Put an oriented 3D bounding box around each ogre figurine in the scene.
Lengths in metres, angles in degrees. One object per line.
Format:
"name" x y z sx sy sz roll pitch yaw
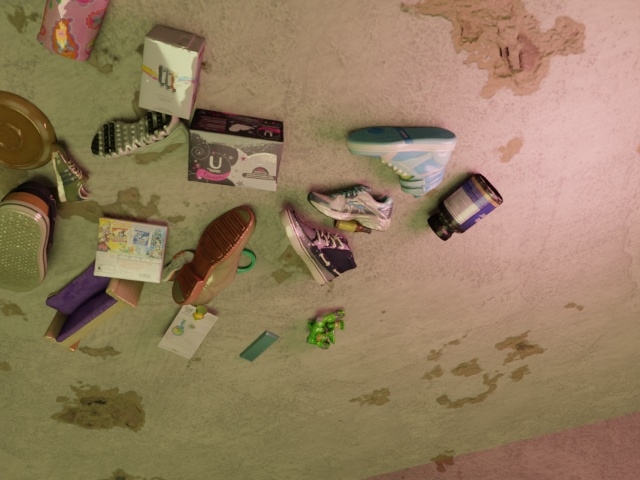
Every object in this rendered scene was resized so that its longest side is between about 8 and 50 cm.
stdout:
"ogre figurine" 0.014 0.349 1.821 0.118 0.097 0.197 3 145 -29

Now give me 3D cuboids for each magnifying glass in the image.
"magnifying glass" -0.322 0.105 1.643 0.231 0.026 0.092 -35 123 21

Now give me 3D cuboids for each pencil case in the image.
"pencil case" -0.548 -0.557 1.060 0.124 0.124 0.284 22 122 -20

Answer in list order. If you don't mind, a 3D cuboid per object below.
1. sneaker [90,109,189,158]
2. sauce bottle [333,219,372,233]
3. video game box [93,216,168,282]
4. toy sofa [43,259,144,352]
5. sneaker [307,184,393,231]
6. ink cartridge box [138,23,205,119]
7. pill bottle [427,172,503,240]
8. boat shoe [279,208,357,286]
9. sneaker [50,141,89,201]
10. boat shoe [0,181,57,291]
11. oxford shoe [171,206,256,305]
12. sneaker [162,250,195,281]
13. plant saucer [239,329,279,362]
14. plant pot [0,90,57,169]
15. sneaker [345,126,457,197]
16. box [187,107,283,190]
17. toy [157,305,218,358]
"sneaker" -0.497 -0.275 1.290 0.291 0.110 0.118 -10 165 17
"sauce bottle" 0.108 -0.047 1.548 0.128 0.042 0.042 15 125 -13
"video game box" -0.604 0.030 1.500 0.205 0.048 0.187 9 100 -11
"toy sofa" -0.797 0.217 1.613 0.362 0.150 0.177 -33 124 19
"sneaker" 0.097 -0.125 1.469 0.282 0.110 0.122 13 108 -17
"ink cartridge box" -0.368 -0.420 1.168 0.127 0.128 0.176 13 125 -14
"pill bottle" 0.451 -0.100 1.485 0.122 0.123 0.219 34 118 -27
"boat shoe" 0.000 0.000 1.540 0.158 0.127 0.341 -25 134 7
"sneaker" -0.718 -0.195 1.361 0.086 0.064 0.192 1 128 -15
"boat shoe" -0.920 0.006 1.445 0.186 0.156 0.500 21 135 -25
"oxford shoe" -0.327 0.057 1.548 0.397 0.140 0.146 -47 145 15
"sneaker" -0.479 0.090 1.611 0.157 0.061 0.065 -32 150 20
"plant saucer" -0.250 0.435 1.909 0.067 0.018 0.192 32 120 -25
"plant pot" -0.857 -0.292 1.290 0.236 0.032 0.236 -2 127 -3
"sneaker" 0.228 -0.218 1.375 0.318 0.127 0.208 0 126 -4
"box" -0.235 -0.247 1.304 0.247 0.142 0.163 7 126 -9
"toy" -0.503 0.335 1.788 0.136 0.056 0.237 29 116 -20
